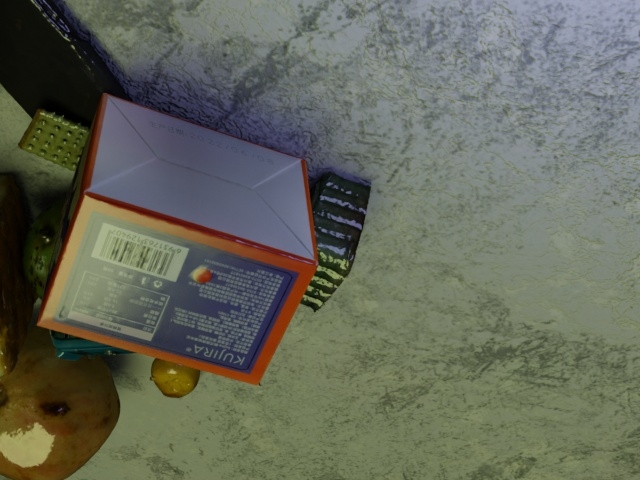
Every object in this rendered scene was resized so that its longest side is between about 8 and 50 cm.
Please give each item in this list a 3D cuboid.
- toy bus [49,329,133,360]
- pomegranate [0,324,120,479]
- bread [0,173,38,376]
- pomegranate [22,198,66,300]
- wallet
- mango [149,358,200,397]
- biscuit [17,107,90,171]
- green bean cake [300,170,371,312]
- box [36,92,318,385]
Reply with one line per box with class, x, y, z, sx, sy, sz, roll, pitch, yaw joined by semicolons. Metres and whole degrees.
toy bus;-0.394;0.153;2.131;0.246;0.134;0.113;-6;166;24
pomegranate;-0.565;0.332;2.310;0.343;0.342;0.342;9;140;8
bread;-0.626;0.057;1.965;0.207;0.279;0.279;-1;130;2
pomegranate;-0.405;0.033;1.987;0.211;0.211;0.263;-9;159;27
wallet;-0.410;-0.248;1.761;0.197;0.051;0.377;-11;135;31
mango;-0.301;0.279;2.331;0.101;0.066;0.187;8;146;-3
biscuit;-0.366;-0.137;1.827;0.231;0.016;0.139;24;147;-18
green bean cake;0.000;0.000;1.820;0.094;0.173;0.181;21;143;-9
box;-0.214;0.001;1.697;0.349;0.318;0.257;17;119;-17
